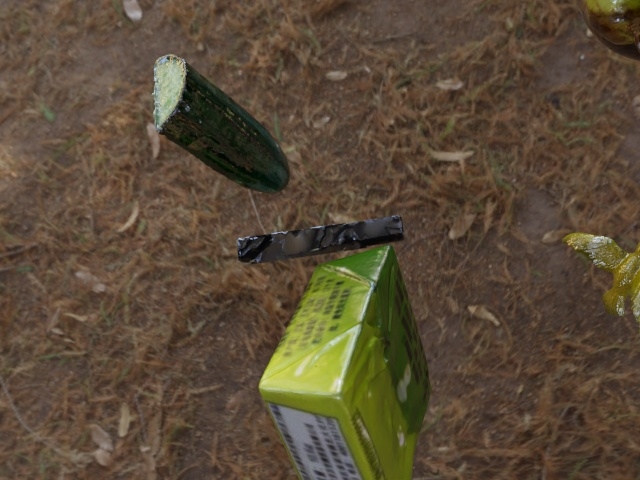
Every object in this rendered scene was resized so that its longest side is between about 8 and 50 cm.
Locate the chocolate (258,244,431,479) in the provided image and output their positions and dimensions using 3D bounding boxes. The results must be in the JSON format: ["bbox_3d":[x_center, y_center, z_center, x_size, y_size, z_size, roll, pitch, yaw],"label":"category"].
[{"bbox_3d":[0.050,0.208,0.887,0.136,0.301,0.289,-4,34,23],"label":"chocolate"}]

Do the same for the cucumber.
[{"bbox_3d":[-0.118,-0.147,0.858,0.063,0.243,0.115,-22,53,31],"label":"cucumber"}]

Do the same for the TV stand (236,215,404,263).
[{"bbox_3d":[0.000,0.000,0.936,0.249,0.042,0.036,-8,76,10],"label":"TV stand"}]

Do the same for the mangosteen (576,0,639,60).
[{"bbox_3d":[0.322,-0.231,0.559,0.192,0.192,0.217,15,60,13],"label":"mangosteen"}]

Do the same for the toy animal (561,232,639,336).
[{"bbox_3d":[0.491,0.040,0.984,0.155,0.095,0.219,-42,42,8],"label":"toy animal"}]
